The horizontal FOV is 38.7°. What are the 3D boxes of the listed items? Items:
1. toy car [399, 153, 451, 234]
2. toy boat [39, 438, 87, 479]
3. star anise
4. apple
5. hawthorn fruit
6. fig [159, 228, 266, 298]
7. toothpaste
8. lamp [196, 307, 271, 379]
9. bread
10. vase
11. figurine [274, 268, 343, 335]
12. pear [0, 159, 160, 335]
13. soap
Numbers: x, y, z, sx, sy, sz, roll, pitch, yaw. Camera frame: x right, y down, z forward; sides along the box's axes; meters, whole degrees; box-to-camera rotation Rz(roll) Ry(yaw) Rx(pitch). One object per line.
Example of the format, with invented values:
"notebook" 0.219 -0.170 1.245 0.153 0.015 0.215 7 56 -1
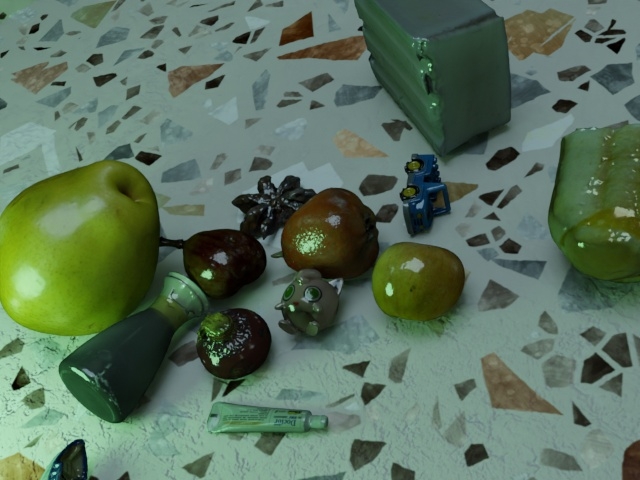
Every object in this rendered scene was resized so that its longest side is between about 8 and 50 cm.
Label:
"toy car" 0.237 -0.107 2.024 0.100 0.097 0.191 -1 49 18
"toy boat" -0.456 0.483 1.708 0.115 0.114 0.262 -34 41 5
"star anise" -0.108 -0.090 2.152 0.212 0.073 0.197 -22 47 -4
"apple" 0.192 0.084 1.817 0.182 0.182 0.155 8 82 26
"hawthorn fruit" 0.000 0.000 1.951 0.251 0.199 0.199 -20 43 21
"fig" -0.255 0.038 2.033 0.274 0.146 0.170 18 42 32
"toothpaste" -0.104 0.346 1.767 0.255 0.037 0.067 -2 53 22
"lamp" -0.181 0.203 1.859 0.157 0.135 0.156 -19 45 -1
"bread" 0.603 -0.052 1.764 0.300 0.210 0.341 -7 46 29
"vase" -0.376 0.214 1.915 0.173 0.173 0.321 19 51 33
"figurine" -0.024 0.128 1.881 0.125 0.125 0.138 6 56 24
"pear" -0.526 0.023 1.990 0.418 0.362 0.362 -42 41 20
"soap" 0.259 -0.458 2.173 0.212 0.350 0.435 -27 42 -4
